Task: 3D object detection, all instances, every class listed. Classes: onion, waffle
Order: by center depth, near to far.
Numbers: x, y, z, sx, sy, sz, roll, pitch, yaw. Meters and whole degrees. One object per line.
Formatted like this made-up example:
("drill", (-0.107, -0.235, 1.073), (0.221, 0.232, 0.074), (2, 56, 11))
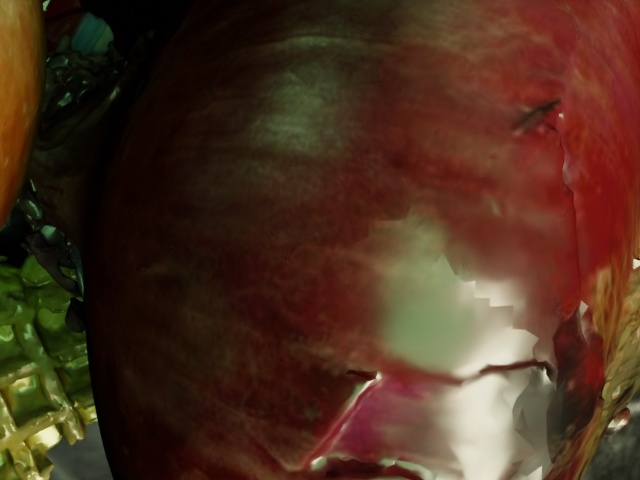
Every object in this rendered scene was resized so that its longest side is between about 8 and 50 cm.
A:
("onion", (0.000, 0.000, 0.772), (0.285, 0.347, 0.348), (16, 107, 10))
("waffle", (-0.090, 0.070, 0.917), (0.194, 0.051, 0.149), (8, 108, -27))

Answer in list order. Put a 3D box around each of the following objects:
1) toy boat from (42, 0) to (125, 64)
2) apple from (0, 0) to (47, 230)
("toy boat", (-0.138, -0.029, 0.849), (0.059, 0.069, 0.173), (34, 90, -21))
("apple", (-0.252, -0.041, 0.699), (0.309, 0.277, 0.250), (12, 121, 9))
